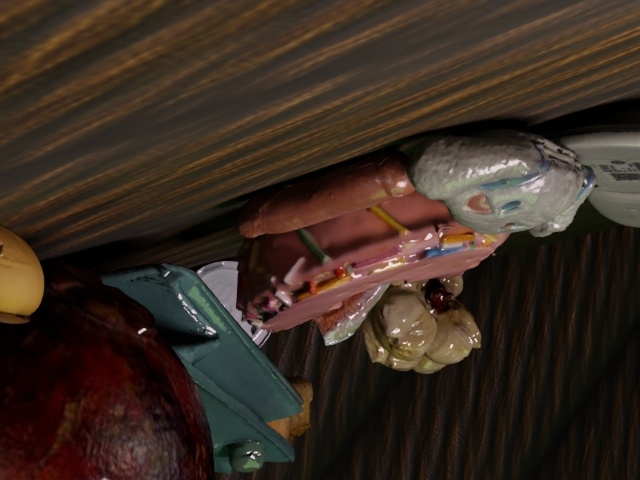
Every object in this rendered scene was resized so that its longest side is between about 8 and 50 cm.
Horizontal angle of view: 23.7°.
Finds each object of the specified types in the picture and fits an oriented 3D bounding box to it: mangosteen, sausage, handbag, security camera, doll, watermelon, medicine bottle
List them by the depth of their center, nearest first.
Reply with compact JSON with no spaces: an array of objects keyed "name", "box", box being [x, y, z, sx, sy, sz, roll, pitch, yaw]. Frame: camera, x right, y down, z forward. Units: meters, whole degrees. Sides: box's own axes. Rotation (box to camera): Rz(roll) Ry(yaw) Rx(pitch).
[{"name":"mangosteen","box":[-0.238,0.181,1.031,0.360,0.306,0.306,-58,166,9]},{"name":"sausage","box":[-0.001,-0.029,1.094,0.158,0.036,0.042,-18,140,33]},{"name":"doll","box":[0.135,-0.044,1.094,0.103,0.072,0.214,-19,160,26]},{"name":"security camera","box":[0.269,-0.070,1.238,0.157,0.080,0.301,1,171,25]},{"name":"handbag","box":[-0.178,0.134,1.284,0.268,0.100,0.274,-7,146,16]},{"name":"watermelon","box":[0.000,-0.009,1.358,0.098,0.158,0.121,-29,-142,10]},{"name":"medicine bottle","box":[-0.101,0.089,1.844,0.108,0.108,0.426,-14,176,-1]}]

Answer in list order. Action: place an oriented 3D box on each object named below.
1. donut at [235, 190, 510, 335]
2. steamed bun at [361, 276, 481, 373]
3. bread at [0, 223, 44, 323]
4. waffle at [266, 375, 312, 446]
[{"name":"donut","box":[0.039,0.001,1.212,0.232,0.085,0.199,-17,171,-9]},{"name":"steamed bun","box":[0.104,0.055,1.737,0.106,0.178,0.192,-28,155,33]},{"name":"bread","box":[-0.193,0.006,0.779,0.082,0.056,0.115,11,175,32]},{"name":"waffle","box":[-0.180,0.152,1.679,0.348,0.078,0.304,14,177,7]}]
